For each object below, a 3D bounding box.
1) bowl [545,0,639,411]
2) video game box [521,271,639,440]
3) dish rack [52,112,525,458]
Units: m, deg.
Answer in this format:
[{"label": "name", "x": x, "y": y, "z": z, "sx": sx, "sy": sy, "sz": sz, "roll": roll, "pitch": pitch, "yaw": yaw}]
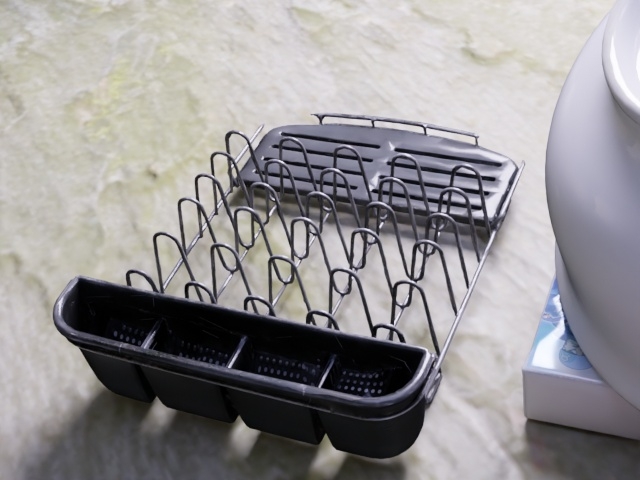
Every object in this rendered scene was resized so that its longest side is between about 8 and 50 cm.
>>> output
[{"label": "bowl", "x": 0.217, "y": -0.063, "z": 0.529, "sx": 0.298, "sy": 0.134, "sz": 0.297, "roll": -22, "pitch": 44, "yaw": 24}, {"label": "video game box", "x": 0.229, "y": 0.033, "z": 0.637, "sx": 0.205, "sy": 0.048, "sz": 0.187, "roll": 9, "pitch": 43, "yaw": 20}, {"label": "dish rack", "x": 0.000, "y": 0.000, "z": 0.696, "sx": 0.208, "sy": 0.074, "sz": 0.271, "roll": 11, "pitch": 45, "yaw": 21}]
